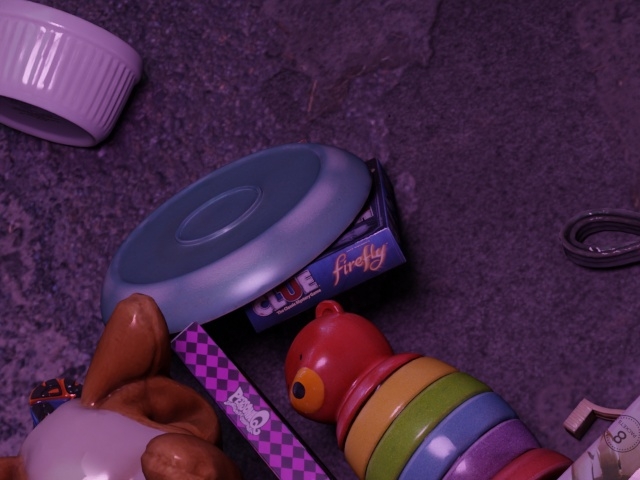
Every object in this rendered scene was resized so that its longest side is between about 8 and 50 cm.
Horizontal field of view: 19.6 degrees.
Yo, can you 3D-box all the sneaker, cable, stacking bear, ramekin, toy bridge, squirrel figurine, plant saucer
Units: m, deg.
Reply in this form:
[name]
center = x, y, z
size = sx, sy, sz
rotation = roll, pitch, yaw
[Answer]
[sneaker]
center = -0.226, 0.244, 1.925
size = 0.083, 0.087, 0.221
rotation = -24, 66, -25
[cable]
center = 0.374, -0.007, 1.805
size = 0.287, 0.072, 0.139
rotation = 20, 66, 31
[stacking bear]
center = 0.082, 0.178, 1.743
size = 0.289, 0.175, 0.164
rotation = 40, 42, 24
[ramekin]
center = -0.317, -0.188, 2.134
size = 0.207, 0.207, 0.109
rotation = 12, 77, 29
[toy bridge]
center = 0.319, 0.201, 1.737
size = 0.188, 0.026, 0.063
rotation = 33, 79, 33
[squirrel figurine]
center = -0.109, 0.320, 1.656
size = 0.370, 0.397, 0.281
rotation = 34, 62, 31
[plant saucer]
center = -0.097, -0.013, 1.902
size = 0.317, 0.044, 0.317
rotation = -26, 21, 11

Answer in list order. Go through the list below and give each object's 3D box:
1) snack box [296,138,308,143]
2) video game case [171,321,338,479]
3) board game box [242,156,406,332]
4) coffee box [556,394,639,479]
[snack box]
center = -0.079, -0.043, 2.052
size = 0.178, 0.022, 0.064
rotation = -30, 53, 5
[video game case]
center = -0.033, 0.203, 1.777
size = 0.042, 0.210, 0.232
rotation = -40, 55, -4
[board game box]
center = 0.000, 0.000, 1.896
size = 0.165, 0.042, 0.243
rotation = -26, 17, 7
[coffee box]
center = 0.250, 0.303, 1.630
size = 0.297, 0.119, 0.168
rotation = -46, 62, 0
